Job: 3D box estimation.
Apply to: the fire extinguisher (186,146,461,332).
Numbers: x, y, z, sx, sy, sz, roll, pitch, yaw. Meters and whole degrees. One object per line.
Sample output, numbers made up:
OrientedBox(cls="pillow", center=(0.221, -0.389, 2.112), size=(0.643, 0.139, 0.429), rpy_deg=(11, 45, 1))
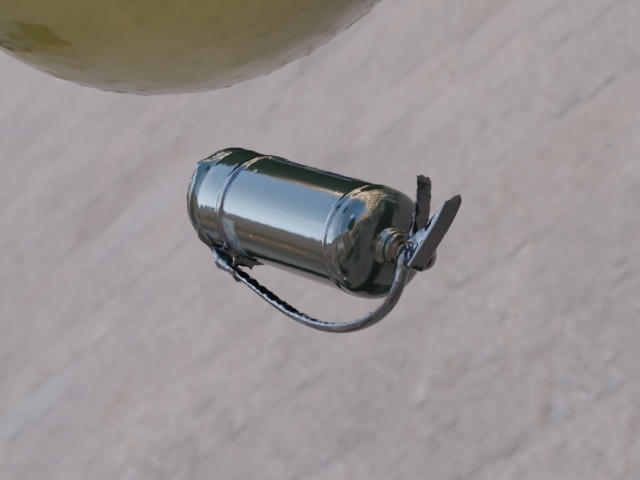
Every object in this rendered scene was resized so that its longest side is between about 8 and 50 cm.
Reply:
OrientedBox(cls="fire extinguisher", center=(0.000, 0.000, 0.429), size=(0.083, 0.025, 0.038), rpy_deg=(15, 88, 55))

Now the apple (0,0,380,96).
OrientedBox(cls="apple", center=(-0.047, -0.186, 0.745), size=(0.258, 0.233, 0.295), rpy_deg=(-34, -18, 10))
